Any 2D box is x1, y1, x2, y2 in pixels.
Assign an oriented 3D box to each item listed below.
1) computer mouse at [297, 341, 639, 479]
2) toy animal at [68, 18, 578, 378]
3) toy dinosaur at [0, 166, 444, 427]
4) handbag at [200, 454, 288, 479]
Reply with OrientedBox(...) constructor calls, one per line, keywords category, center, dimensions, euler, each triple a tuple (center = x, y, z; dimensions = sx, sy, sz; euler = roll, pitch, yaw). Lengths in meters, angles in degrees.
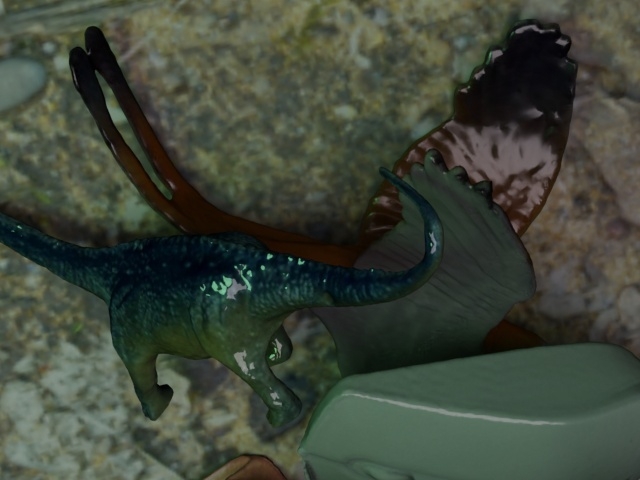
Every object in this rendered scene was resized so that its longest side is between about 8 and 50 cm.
OrientedBox(category="computer mouse", center=(0.101, 0.121, 1.172), dimensions=(0.231, 0.079, 0.128), euler=(-7, 145, -8))
OrientedBox(category="toy animal", center=(0.004, 0.021, 1.209), dimensions=(0.284, 0.225, 0.302), euler=(2, 120, 13))
OrientedBox(category="toy dinosaur", center=(-0.065, 0.037, 1.155), dimensions=(0.363, 0.076, 0.147), euler=(1, 132, 38))
OrientedBox(category="handbag", center=(-0.041, 0.261, 1.311), dimensions=(0.157, 0.059, 0.212), euler=(-34, 108, 5))
